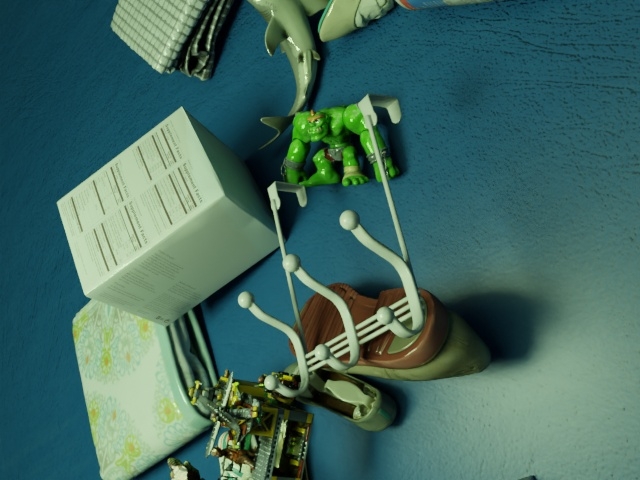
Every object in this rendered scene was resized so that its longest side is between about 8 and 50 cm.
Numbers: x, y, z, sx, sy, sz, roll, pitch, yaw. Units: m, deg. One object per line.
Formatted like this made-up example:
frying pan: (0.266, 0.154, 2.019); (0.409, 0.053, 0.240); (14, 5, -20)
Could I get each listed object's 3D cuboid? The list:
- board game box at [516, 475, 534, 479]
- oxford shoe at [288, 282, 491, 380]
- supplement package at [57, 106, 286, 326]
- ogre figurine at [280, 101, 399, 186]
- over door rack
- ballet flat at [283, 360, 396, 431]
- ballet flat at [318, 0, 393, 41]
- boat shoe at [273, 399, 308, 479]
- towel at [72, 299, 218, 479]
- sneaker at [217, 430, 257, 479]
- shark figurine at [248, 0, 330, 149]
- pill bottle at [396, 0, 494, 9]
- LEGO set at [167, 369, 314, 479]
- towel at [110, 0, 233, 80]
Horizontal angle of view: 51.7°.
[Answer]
board game box: (0.153, 0.330, 0.750); (0.194, 0.194, 0.060); (-29, 65, 20)
oxford shoe: (0.072, 0.137, 0.875); (0.348, 0.130, 0.123); (-2, 60, 62)
supplement package: (-0.239, -0.030, 1.073); (0.263, 0.199, 0.198); (-35, 59, 9)
ogre figurine: (0.019, -0.141, 0.984); (0.197, 0.097, 0.118); (6, 106, 57)
over door rack: (0.000, 0.000, 0.810); (0.239, 0.108, 0.324); (-37, 45, 43)
ballet flat: (0.013, 0.207, 0.943); (0.213, 0.068, 0.072); (13, 67, 41)
ballet flat: (0.089, -0.387, 0.969); (0.086, 0.086, 0.248); (49, 114, 35)
boat shoe: (-0.042, 0.306, 0.994); (0.048, 0.056, 0.153); (-7, 80, 32)
towel: (-0.342, 0.231, 1.255); (0.320, 0.090, 0.374); (-40, 59, 33)
sneaker: (-0.117, 0.374, 1.045); (0.075, 0.057, 0.161); (-34, 59, 40)
shark figurine: (-0.054, -0.300, 1.088); (0.116, 0.166, 0.278); (-176, 75, -67)
pill bottle: (0.198, -0.363, 0.830); (0.221, 0.124, 0.124); (9, 90, 43)
LEGO set: (-0.155, 0.319, 0.866); (0.255, 0.192, 0.331); (9, 83, 60)
towel: (-0.275, -0.460, 1.279); (0.284, 0.121, 0.235); (42, 110, 39)
